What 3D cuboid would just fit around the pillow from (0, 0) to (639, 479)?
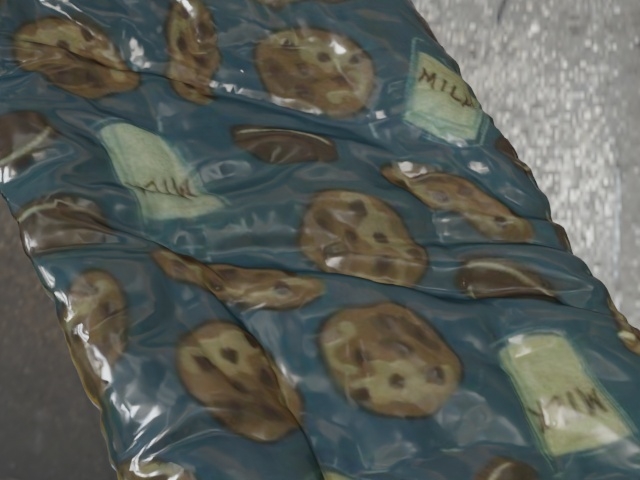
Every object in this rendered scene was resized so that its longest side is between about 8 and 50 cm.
[{"bbox_3d":[-0.001,0.001,0.493,0.189,0.255,0.034,-4,142,-34],"label":"pillow"}]
